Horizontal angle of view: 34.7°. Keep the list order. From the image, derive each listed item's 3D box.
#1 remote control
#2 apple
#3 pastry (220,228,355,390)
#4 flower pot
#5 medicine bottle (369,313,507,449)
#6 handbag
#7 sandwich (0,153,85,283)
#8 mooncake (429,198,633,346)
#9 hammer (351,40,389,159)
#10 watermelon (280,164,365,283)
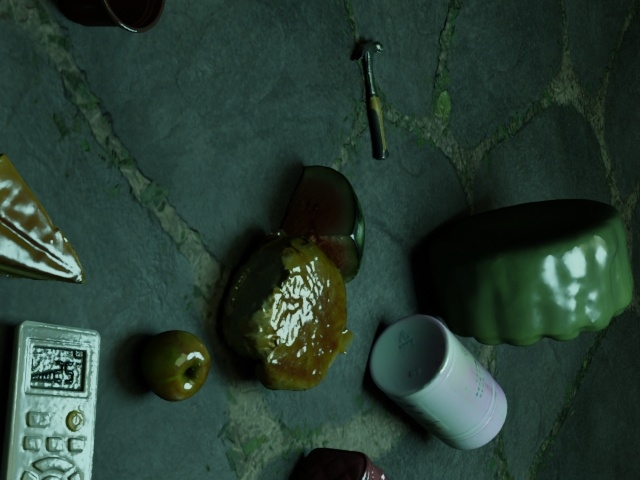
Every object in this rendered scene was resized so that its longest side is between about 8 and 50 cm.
[{"bbox_3d":[-0.307,0.249,1.119,0.109,0.055,0.312,15,72,-47],"label":"remote control"},{"bbox_3d":[-0.182,0.156,1.276,0.090,0.075,0.089,-2,93,-54],"label":"apple"},{"bbox_3d":[-0.046,0.098,1.451,0.219,0.100,0.228,-4,97,-51],"label":"pastry"},{"bbox_3d":[-0.248,-0.291,1.185,0.111,0.089,0.111,1,89,-55],"label":"flower pot"},{"bbox_3d":[0.207,0.249,1.761,0.254,0.152,0.152,46,53,-44],"label":"medicine bottle"},{"bbox_3d":[0.020,0.424,1.495,0.135,0.147,0.225,54,48,-32],"label":"handbag"},{"bbox_3d":[-0.346,0.018,1.013,0.144,0.117,0.187,-56,134,-36],"label":"sandwich"},{"bbox_3d":[0.375,0.057,1.836,0.356,0.357,0.194,-30,111,-52],"label":"mooncake"},{"bbox_3d":[0.089,-0.235,1.723,0.078,0.021,0.200,-18,102,-54],"label":"hammer"},{"bbox_3d":[0.020,-0.005,1.545,0.145,0.137,0.193,51,7,-39],"label":"watermelon"}]
